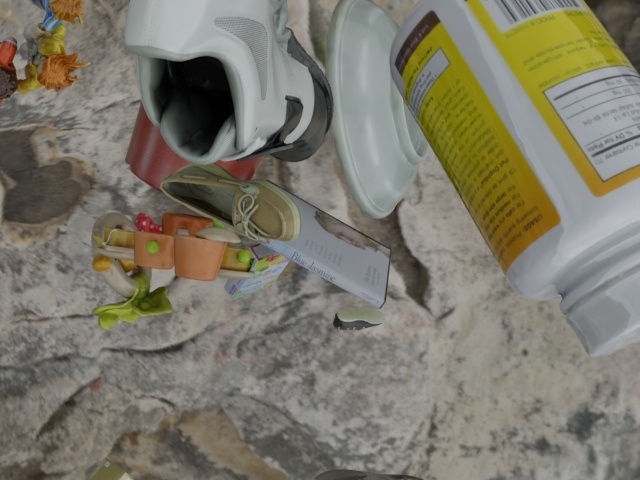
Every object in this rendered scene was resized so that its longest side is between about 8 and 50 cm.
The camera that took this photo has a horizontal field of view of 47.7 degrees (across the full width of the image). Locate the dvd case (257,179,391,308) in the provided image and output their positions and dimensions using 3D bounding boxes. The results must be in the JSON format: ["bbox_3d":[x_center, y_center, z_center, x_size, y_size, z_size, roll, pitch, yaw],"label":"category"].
[{"bbox_3d":[0.000,0.000,1.173,0.253,0.180,0.022,29,117,-6],"label":"dvd case"}]

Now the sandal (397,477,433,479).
[{"bbox_3d":[0.108,0.354,0.979,0.180,0.049,0.072,13,107,-58],"label":"sandal"}]

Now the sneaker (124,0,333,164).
[{"bbox_3d":[-0.076,-0.115,0.581,0.330,0.123,0.146,56,48,-68],"label":"sneaker"}]

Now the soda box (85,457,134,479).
[{"bbox_3d":[-0.348,0.416,1.058,0.181,0.058,0.061,-50,135,-27],"label":"soda box"}]

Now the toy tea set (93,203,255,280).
[{"bbox_3d":[-0.207,-0.014,1.134,0.200,0.336,0.124,8,90,-40],"label":"toy tea set"}]

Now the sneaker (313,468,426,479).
[{"bbox_3d":[0.078,0.414,1.083,0.222,0.083,0.118,17,81,-32],"label":"sneaker"}]

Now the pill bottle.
[{"bbox_3d":[0.133,-0.048,0.407,0.117,0.117,0.215,-13,65,-28],"label":"pill bottle"}]

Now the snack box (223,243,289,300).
[{"bbox_3d":[-0.110,0.050,1.351,0.100,0.141,0.037,-18,67,-40],"label":"snack box"}]

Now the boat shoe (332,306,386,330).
[{"bbox_3d":[0.090,0.184,1.686,0.133,0.049,0.042,2,133,-29],"label":"boat shoe"}]

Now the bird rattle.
[{"bbox_3d":[-0.354,0.031,1.367,0.207,0.143,0.253,61,24,-49],"label":"bird rattle"}]

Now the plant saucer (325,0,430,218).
[{"bbox_3d":[0.126,-0.240,1.282,0.400,0.101,0.400,-3,90,-68],"label":"plant saucer"}]

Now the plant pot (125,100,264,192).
[{"bbox_3d":[-0.175,-0.209,1.173,0.272,0.272,0.265,16,110,-29],"label":"plant pot"}]

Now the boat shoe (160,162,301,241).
[{"bbox_3d":[-0.083,-0.033,0.667,0.048,0.153,0.056,-28,135,-41],"label":"boat shoe"}]

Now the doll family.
[{"bbox_3d":[-0.339,-0.277,0.888,0.118,0.163,0.262,5,114,-33],"label":"doll family"}]
